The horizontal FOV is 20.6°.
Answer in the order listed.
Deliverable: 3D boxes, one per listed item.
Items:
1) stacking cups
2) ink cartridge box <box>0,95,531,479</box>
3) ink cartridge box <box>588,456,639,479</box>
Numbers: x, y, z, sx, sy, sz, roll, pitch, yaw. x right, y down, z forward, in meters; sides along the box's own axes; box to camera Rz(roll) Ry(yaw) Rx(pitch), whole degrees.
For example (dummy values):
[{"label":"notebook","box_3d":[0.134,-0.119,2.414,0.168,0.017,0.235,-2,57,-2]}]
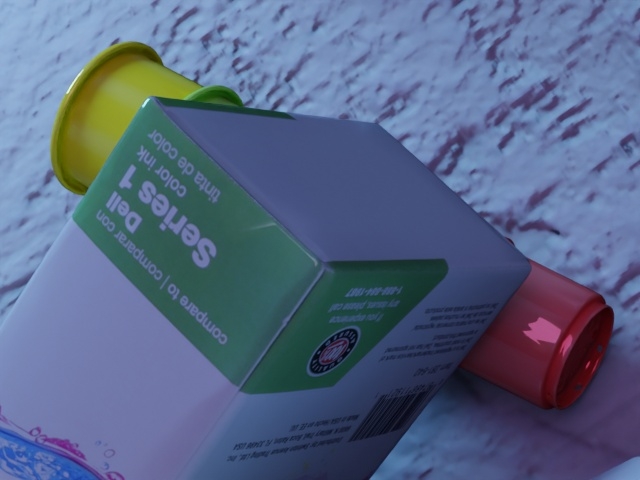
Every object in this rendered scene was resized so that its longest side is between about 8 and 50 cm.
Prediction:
[{"label":"stacking cups","box_3d":[0.000,0.000,0.928,0.316,0.096,0.096,30,83,26]},{"label":"ink cartridge box","box_3d":[-0.059,0.083,0.801,0.117,0.201,0.278,43,110,23]},{"label":"ink cartridge box","box_3d":[0.179,0.262,0.546,0.166,0.285,0.395,-24,86,-20]}]
